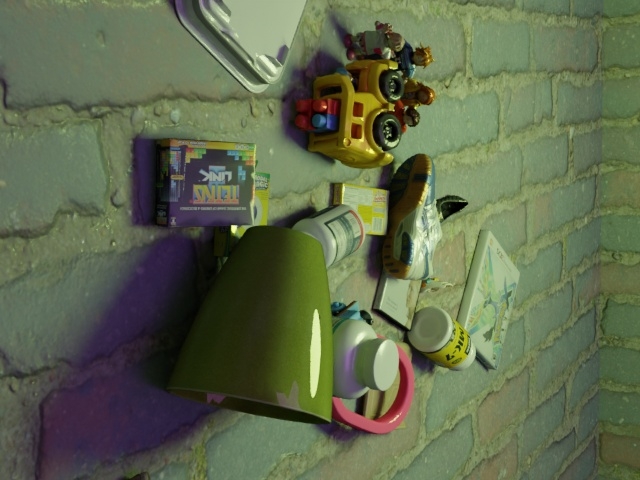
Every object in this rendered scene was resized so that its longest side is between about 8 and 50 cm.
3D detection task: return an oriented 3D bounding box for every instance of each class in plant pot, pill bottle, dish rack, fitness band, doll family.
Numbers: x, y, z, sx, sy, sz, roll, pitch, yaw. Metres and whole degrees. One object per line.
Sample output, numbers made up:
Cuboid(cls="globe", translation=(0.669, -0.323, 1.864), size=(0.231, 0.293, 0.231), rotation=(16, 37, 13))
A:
Cuboid(cls="plant pot", translation=(-0.091, 0.133, 1.397), size=(0.274, 0.274, 0.294), rotation=(33, 63, -53))
Cuboid(cls="pill bottle", translation=(0.315, 0.256, 2.136), size=(0.208, 0.119, 0.119), rotation=(39, 62, -51))
Cuboid(cls="dish rack", translation=(-0.106, -0.459, 1.477), size=(0.285, 0.072, 0.333), rotation=(41, 61, -51))
Cuboid(cls="fitness band", translation=(0.106, 0.314, 1.849), size=(0.291, 0.054, 0.209), rotation=(30, 68, -41))
Cuboid(cls="pill bottle", translation=(0.000, 0.000, 1.649), size=(0.180, 0.108, 0.108), rotation=(-27, 116, -51))
Cuboid(cls="pill bottle", translation=(0.008, 0.211, 1.545), size=(0.146, 0.264, 0.146), rotation=(-11, 104, -55))
Cuboid(cls="doll family", translation=(0.166, -0.360, 1.804), size=(0.118, 0.163, 0.263), rotation=(-45, 129, -44))

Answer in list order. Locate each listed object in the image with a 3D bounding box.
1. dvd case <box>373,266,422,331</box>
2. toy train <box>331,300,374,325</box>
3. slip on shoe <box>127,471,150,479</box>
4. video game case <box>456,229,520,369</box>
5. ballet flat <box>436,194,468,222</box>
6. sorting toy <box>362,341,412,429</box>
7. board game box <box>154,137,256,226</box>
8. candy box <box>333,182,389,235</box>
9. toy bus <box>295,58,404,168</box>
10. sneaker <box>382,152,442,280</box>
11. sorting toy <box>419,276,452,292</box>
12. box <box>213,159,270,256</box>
Cuboid(cls="dvd case", translation=(0.204, 0.077, 2.038), size=(0.180, 0.022, 0.253), rotation=(36, 64, -51))
Cuboid(cls="toy train", translation=(0.037, 0.186, 1.726), size=(0.184, 0.105, 0.080), rotation=(-31, 119, -50))
Cuboid(cls="slip on shoe", translation=(-0.279, 0.430, 1.347), size=(0.041, 0.051, 0.135), rotation=(-19, 125, -12))
Cuboid(cls="video game case", translation=(0.500, 0.180, 2.475), size=(0.300, 0.036, 0.329), rotation=(43, 59, -49))
Cuboid(cls="ballet flat", translation=(0.332, -0.083, 2.183), size=(0.173, 0.049, 0.058), rotation=(-32, 118, -50))
Cuboid(cls="sorting toy", translation=(0.155, 0.343, 1.988), size=(0.193, 0.038, 0.208), rotation=(15, 77, -56))
Cuboid(cls="board game box", translation=(-0.187, -0.094, 1.377), size=(0.170, 0.048, 0.141), rotation=(-3, 95, -40))
Cuboid(cls="candy box", translation=(0.091, -0.067, 1.848), size=(0.206, 0.027, 0.105), rotation=(4, 88, -56))
Cuboid(cls="toy bus", translation=(0.045, -0.269, 1.677), size=(0.211, 0.149, 0.220), rotation=(10, 83, -40))
Cuboid(cls="sneaker", translation=(0.227, -0.052, 1.961), size=(0.131, 0.111, 0.297), rotation=(14, 87, -43))
Cuboid(cls="sorting toy", translation=(0.293, 0.113, 2.125), size=(0.083, 0.075, 0.045), rotation=(0, 94, -56))
Cuboid(cls="box", translation=(-0.139, -0.060, 1.496), size=(0.105, 0.043, 0.179), rotation=(1, 91, -56))
